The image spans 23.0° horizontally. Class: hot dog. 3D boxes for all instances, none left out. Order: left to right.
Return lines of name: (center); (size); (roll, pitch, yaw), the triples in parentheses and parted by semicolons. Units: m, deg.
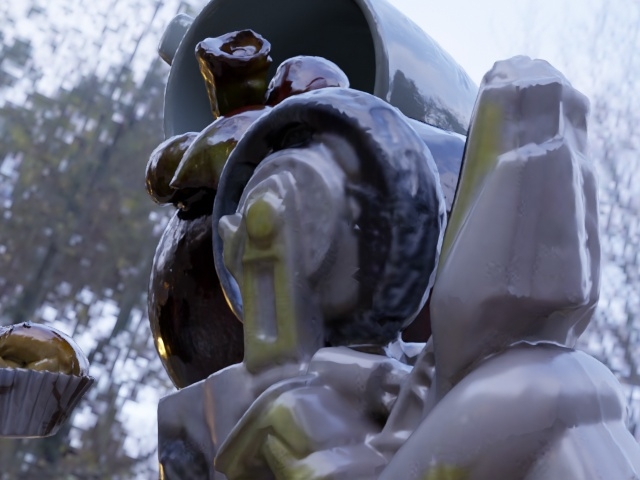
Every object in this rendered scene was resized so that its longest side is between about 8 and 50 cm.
hot dog: (-0.245, 0.068, 0.931); (0.253, 0.069, 0.131); (7, -2, 40)

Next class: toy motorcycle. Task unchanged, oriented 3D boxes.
toy motorcycle: (0.038, 0.113, 0.499); (0.223, 0.340, 0.108); (-3, -5, 42)

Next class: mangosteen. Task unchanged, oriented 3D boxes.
mangosteen: (0.000, 0.000, 0.896); (0.228, 0.228, 0.265); (-16, -69, 43)

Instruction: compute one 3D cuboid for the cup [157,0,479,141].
cup: (0.001, -0.097, 1.173); (0.258, 0.186, 0.234); (32, 8, 34)
